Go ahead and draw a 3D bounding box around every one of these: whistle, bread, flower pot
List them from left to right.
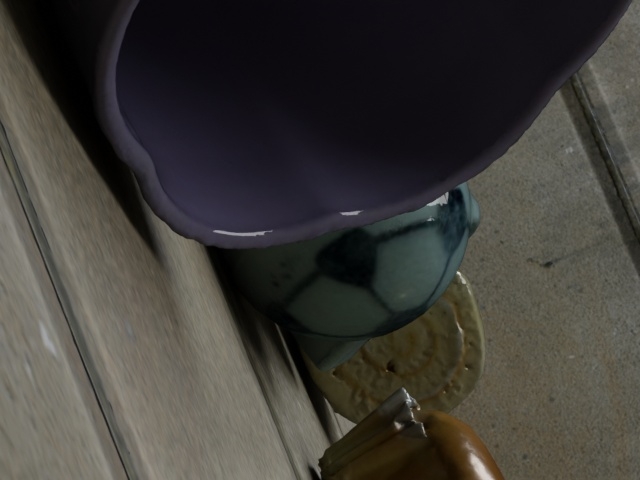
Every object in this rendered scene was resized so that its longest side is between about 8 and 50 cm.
[{"bbox_3d":[-0.023,-0.165,0.791,0.243,0.265,0.265,53,-7,36],"label":"flower pot"},{"bbox_3d":[0.000,0.000,1.068,0.289,0.163,0.163,-51,-126,51],"label":"whistle"},{"bbox_3d":[0.043,0.052,1.309,0.141,0.134,0.148,-121,-160,-76],"label":"bread"},{"bbox_3d":[0.080,0.201,1.110,0.241,0.107,0.136,65,1,-56],"label":"bread"}]
